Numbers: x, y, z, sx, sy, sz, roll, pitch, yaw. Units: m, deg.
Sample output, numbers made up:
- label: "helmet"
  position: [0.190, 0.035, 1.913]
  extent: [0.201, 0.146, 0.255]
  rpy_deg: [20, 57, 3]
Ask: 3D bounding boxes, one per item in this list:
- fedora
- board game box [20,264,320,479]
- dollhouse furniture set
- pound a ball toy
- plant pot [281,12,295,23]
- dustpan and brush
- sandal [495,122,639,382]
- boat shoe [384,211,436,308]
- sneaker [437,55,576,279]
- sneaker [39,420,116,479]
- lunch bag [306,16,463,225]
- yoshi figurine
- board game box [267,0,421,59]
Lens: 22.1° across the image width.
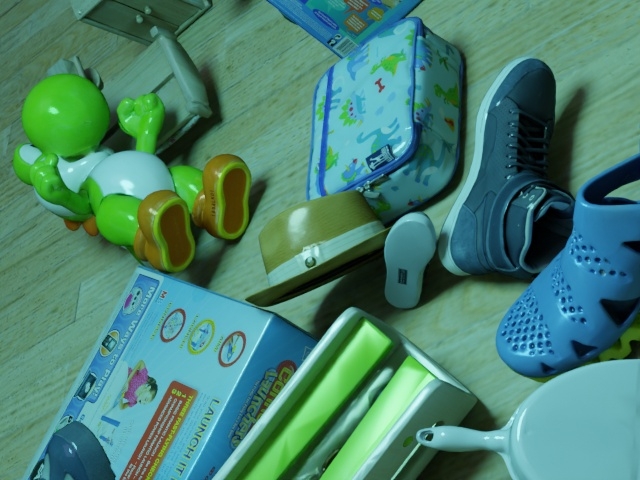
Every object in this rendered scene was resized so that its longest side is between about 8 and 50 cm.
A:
- label: "fedora"
  position: [0.000, 0.000, 1.677]
  extent: [0.194, 0.194, 0.079]
  rpy_deg: [-29, 82, 34]
- label: "board game box"
  position: [-0.172, 0.202, 1.801]
  extent: [0.302, 0.086, 0.308]
  rpy_deg: [16, 75, 54]
- label: "dollhouse furniture set"
  position: [-0.179, -0.211, 2.187]
  extent: [0.303, 0.174, 0.355]
  rpy_deg: [-38, 62, 25]
- label: "pound a ball toy"
  position: [0.024, 0.254, 1.508]
  extent: [0.208, 0.136, 0.319]
  rpy_deg: [39, 94, 31]
- label: "plant pot"
  position: [-0.050, -0.495, 2.013]
  extent: [0.341, 0.334, 0.341]
  rpy_deg: [-30, 42, 31]
- label: "dustpan and brush"
  position: [0.181, 0.168, 1.377]
  extent: [0.211, 0.060, 0.147]
  rpy_deg: [4, 71, 12]
- label: "sandal"
  position: [0.259, -0.009, 1.404]
  extent: [0.317, 0.138, 0.126]
  rpy_deg: [-47, 37, 16]
- label: "boat shoe"
  position: [0.088, 0.012, 1.619]
  extent: [0.142, 0.049, 0.040]
  rpy_deg: [99, -171, -53]
- label: "sneaker"
  position: [0.206, -0.069, 1.548]
  extent: [0.163, 0.086, 0.226]
  rpy_deg: [5, 75, 64]
- label: "sneaker"
  position: [-0.270, 0.333, 1.635]
  extent: [0.112, 0.131, 0.319]
  rpy_deg: [33, 128, 47]
- label: "lunch bag"
  position: [0.065, -0.122, 1.781]
  extent: [0.176, 0.090, 0.219]
  rpy_deg: [-29, 41, 38]
- label: "yoshi figurine"
  position: [-0.260, -0.102, 2.005]
  extent: [0.362, 0.203, 0.203]
  rpy_deg: [21, 83, 42]
- label: "board game box"
  position: [0.052, -0.321, 1.897]
  extent: [0.210, 0.160, 0.047]
  rpy_deg: [-40, 36, 20]
